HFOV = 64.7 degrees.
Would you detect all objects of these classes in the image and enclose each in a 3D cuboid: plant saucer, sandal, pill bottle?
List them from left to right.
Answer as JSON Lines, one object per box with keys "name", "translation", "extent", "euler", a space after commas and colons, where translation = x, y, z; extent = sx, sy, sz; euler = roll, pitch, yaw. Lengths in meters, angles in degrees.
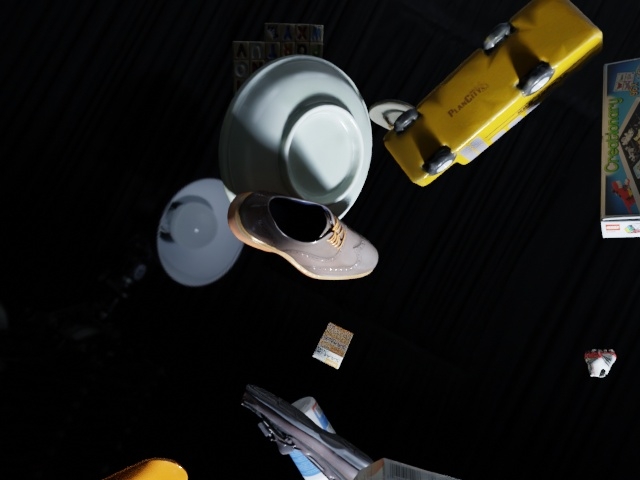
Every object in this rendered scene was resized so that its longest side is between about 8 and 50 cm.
{"name": "plant saucer", "translation": [-0.016, -0.183, 1.075], "extent": [0.400, 0.401, 0.100], "euler": [31, 174, -42]}
{"name": "pill bottle", "translation": [-0.013, 0.513, 1.251], "extent": [0.222, 0.124, 0.124], "euler": [59, 175, -1]}
{"name": "sandal", "translation": [0.200, -0.231, 1.105], "extent": [0.219, 0.060, 0.090], "euler": [35, 152, -2]}

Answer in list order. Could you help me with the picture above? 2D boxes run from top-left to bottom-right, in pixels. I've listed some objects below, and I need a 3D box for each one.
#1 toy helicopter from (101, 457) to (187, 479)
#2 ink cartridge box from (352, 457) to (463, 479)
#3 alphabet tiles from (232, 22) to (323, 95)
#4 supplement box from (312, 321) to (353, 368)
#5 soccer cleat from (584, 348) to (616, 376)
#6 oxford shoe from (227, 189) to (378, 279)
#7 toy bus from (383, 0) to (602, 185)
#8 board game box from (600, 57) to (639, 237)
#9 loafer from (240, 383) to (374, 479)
{"name": "toy helicopter", "translation": [-0.251, 0.263, 0.370], "extent": [0.355, 0.140, 0.235], "euler": [6, -146, 14]}
{"name": "ink cartridge box", "translation": [0.108, 0.381, 0.751], "extent": [0.145, 0.045, 0.179], "euler": [22, 139, -16]}
{"name": "alphabet tiles", "translation": [-0.098, -0.409, 1.202], "extent": [0.237, 0.198, 0.009], "euler": [-12, -151, -30]}
{"name": "supplement box", "translation": [0.029, 0.232, 1.126], "extent": [0.062, 0.036, 0.098], "euler": [25, -152, 6]}
{"name": "soccer cleat", "translation": [0.379, 0.166, 0.685], "extent": [0.029, 0.036, 0.083], "euler": [-11, 165, 41]}
{"name": "oxford shoe", "translation": [0.000, 0.000, 1.001], "extent": [0.363, 0.130, 0.132], "euler": [19, 164, -37]}
{"name": "toy bus", "translation": [0.264, -0.228, 0.804], "extent": [0.108, 0.332, 0.130], "euler": [56, -156, 17]}
{"name": "board game box", "translation": [0.516, -0.148, 0.728], "extent": [0.193, 0.305, 0.053], "euler": [-1, 150, 33]}
{"name": "loafer", "translation": [-0.035, 0.394, 0.978], "extent": [0.302, 0.095, 0.109], "euler": [33, 171, -1]}
